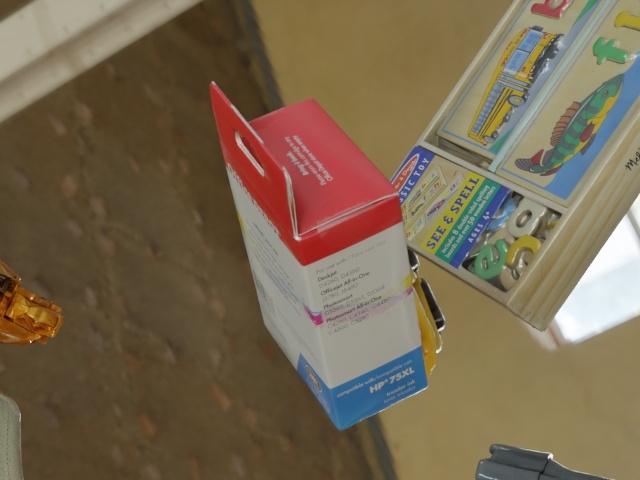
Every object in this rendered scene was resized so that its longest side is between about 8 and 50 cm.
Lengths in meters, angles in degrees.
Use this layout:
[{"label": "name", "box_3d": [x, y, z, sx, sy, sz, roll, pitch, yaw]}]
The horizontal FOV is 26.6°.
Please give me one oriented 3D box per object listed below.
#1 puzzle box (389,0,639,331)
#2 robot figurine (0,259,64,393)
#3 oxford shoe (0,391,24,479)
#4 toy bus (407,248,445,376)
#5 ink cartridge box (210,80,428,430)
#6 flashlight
[{"label": "puzzle box", "box_3d": [0.227, -0.139, 1.227, 0.052, 0.409, 0.272, 34, 180, -30]}, {"label": "robot figurine", "box_3d": [-0.387, 0.060, 1.210, 0.291, 0.085, 0.211, 30, -108, -28]}, {"label": "oxford shoe", "box_3d": [-0.274, 0.109, 0.828, 0.146, 0.140, 0.397, -27, -92, -35]}, {"label": "toy bus", "box_3d": [0.061, 0.092, 1.452, 0.220, 0.149, 0.211, 63, -179, -30]}, {"label": "ink cartridge box", "box_3d": [0.000, 0.000, 0.930, 0.134, 0.078, 0.231, 51, 159, 46]}, {"label": "flashlight", "box_3d": [0.299, 0.260, 1.243, 0.103, 0.304, 0.103, -35, -49, -60]}]
